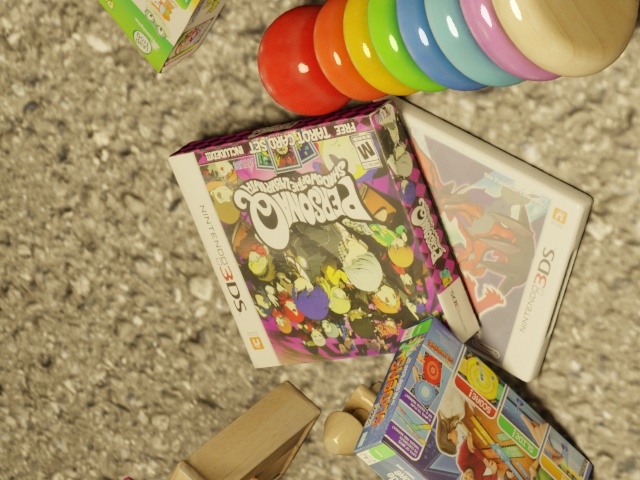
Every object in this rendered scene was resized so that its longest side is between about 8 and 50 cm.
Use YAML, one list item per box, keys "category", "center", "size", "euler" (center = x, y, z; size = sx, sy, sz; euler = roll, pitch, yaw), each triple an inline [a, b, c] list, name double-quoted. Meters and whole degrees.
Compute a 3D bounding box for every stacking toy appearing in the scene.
- category: "stacking toy"
  center: [0.077, -0.159, 1.510]
  size: [0.330, 0.141, 0.141]
  euler: [-14, 104, 49]

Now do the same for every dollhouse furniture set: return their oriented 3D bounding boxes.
- category: "dollhouse furniture set"
  center: [0.025, 0.319, 1.772]
  size: [0.355, 0.174, 0.303]
  euler: [42, 133, 13]

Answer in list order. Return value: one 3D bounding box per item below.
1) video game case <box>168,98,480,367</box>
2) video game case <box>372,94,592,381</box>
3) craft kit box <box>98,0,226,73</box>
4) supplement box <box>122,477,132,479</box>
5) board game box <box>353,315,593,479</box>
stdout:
- category: "video game case"
  center: [0.000, 0.000, 1.672]
  size: [0.232, 0.042, 0.210]
  euler: [-8, 110, 40]
- category: "video game case"
  center: [0.112, -0.002, 1.630]
  size: [0.201, 0.023, 0.183]
  euler: [29, 129, 23]
- category: "craft kit box"
  center: [-0.161, -0.291, 1.616]
  size: [0.250, 0.061, 0.246]
  euler: [51, 149, 4]
- category: "supplement box"
  center: [-0.150, 0.352, 1.971]
  size: [0.220, 0.114, 0.111]
  euler: [31, 130, 24]
- category: "board game box"
  center: [0.126, 0.175, 1.593]
  size: [0.201, 0.136, 0.035]
  euler: [43, 137, -19]
